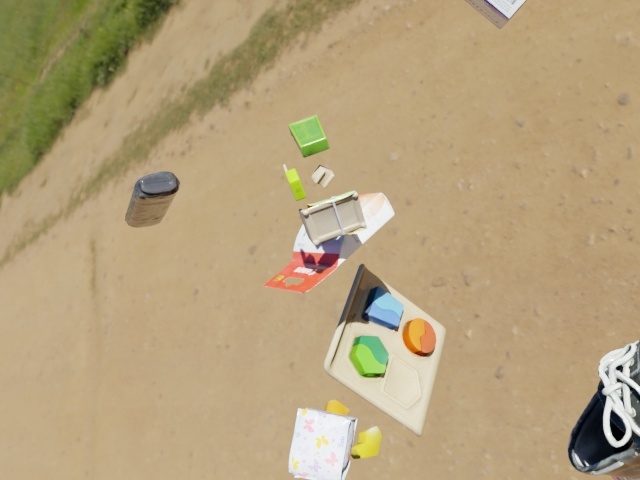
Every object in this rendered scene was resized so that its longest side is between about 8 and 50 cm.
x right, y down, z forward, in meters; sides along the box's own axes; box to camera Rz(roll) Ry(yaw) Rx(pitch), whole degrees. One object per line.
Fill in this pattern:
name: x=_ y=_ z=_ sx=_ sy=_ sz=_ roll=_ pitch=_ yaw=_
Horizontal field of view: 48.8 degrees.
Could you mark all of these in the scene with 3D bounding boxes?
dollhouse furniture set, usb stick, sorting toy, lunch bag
dollhouse furniture set: x=0.000 y=-0.071 z=0.869 sx=0.076 sy=0.152 sz=0.058 roll=-21 pitch=39 yaw=-1
usb stick: x=-0.306 y=-0.069 z=1.271 sx=0.278 sy=0.077 sz=0.045 roll=152 pitch=107 yaw=-69
sorting toy: x=0.105 y=0.211 z=1.131 sx=0.041 sy=0.229 sz=0.307 roll=-28 pitch=31 yaw=45
lunch bag: x=0.002 y=0.253 z=0.866 sx=0.071 sy=0.053 sz=0.083 roll=7 pitch=79 yaw=17

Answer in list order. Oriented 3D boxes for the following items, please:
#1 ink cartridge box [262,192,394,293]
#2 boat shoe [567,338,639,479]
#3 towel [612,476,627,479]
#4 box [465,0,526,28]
ink cartridge box: x=0.000 y=0.000 z=1.009 sx=0.179 sy=0.045 sz=0.145 roll=-39 pitch=18 yaw=-22
boat shoe: x=0.315 y=0.148 z=0.674 sx=0.306 sy=0.105 sz=0.113 roll=93 pitch=175 yaw=-56
towel: x=0.485 y=0.342 z=1.019 sx=0.029 sy=0.144 sz=0.197 roll=-38 pitch=-5 yaw=-19
box: x=0.298 y=-0.442 z=1.231 sx=0.072 sy=0.126 sz=0.137 roll=-50 pitch=-1 yaw=13
